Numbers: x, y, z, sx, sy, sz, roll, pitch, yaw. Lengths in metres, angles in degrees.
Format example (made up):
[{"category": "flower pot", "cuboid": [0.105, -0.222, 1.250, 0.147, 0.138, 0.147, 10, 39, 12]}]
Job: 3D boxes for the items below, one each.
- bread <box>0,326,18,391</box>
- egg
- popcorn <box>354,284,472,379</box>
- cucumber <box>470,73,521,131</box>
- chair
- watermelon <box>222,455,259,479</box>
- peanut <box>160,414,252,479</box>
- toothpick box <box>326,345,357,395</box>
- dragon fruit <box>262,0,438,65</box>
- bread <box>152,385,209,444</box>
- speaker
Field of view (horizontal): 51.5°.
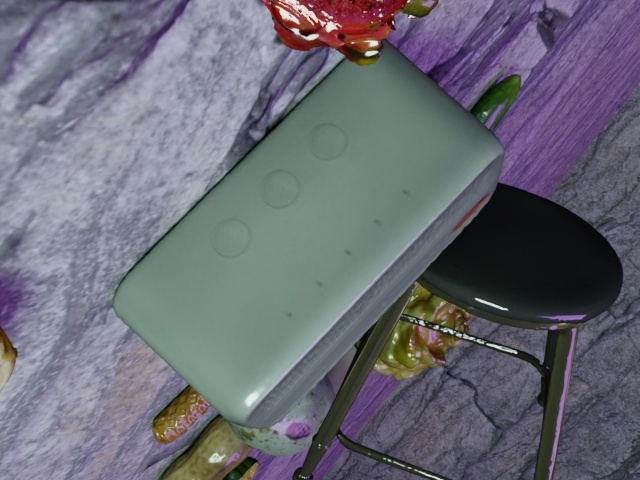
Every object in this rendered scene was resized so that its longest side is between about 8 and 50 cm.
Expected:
[{"category": "bread", "cuboid": [-0.286, 0.096, 0.452, 0.122, 0.073, 0.149, -54, 160, 23]}, {"category": "egg", "cuboid": [-0.070, 0.280, 1.130, 0.169, 0.169, 0.231, -52, 152, 12]}, {"category": "popcorn", "cuboid": [0.181, 0.149, 1.345, 0.215, 0.252, 0.287, 5, 117, -13]}, {"category": "cucumber", "cuboid": [0.252, -0.173, 1.115, 0.250, 0.056, 0.056, -57, 159, 17]}, {"category": "chair", "cuboid": [0.212, 0.155, 0.961, 0.362, 0.364, 0.410, -56, 160, -53]}, {"category": "watermelon", "cuboid": [-0.191, 0.537, 1.527, 0.105, 0.062, 0.106, -45, 156, -26]}, {"category": "peanut", "cuboid": [-0.200, 0.398, 1.192, 0.229, 0.098, 0.103, -46, -158, -3]}, {"category": "toothpick box", "cuboid": [-0.012, 0.278, 1.339, 0.180, 0.111, 0.111, -35, 157, -36]}, {"category": "dragon fruit", "cuboid": [0.022, -0.224, 0.422, 0.150, 0.133, 0.208, -168, -88, -72]}, {"category": "bread", "cuboid": [-0.185, 0.238, 0.986, 0.157, 0.044, 0.052, -43, 163, -13]}, {"category": "speaker", "cuboid": [0.000, 0.000, 0.711, 0.406, 0.184, 0.183, -46, 160, -6]}]
